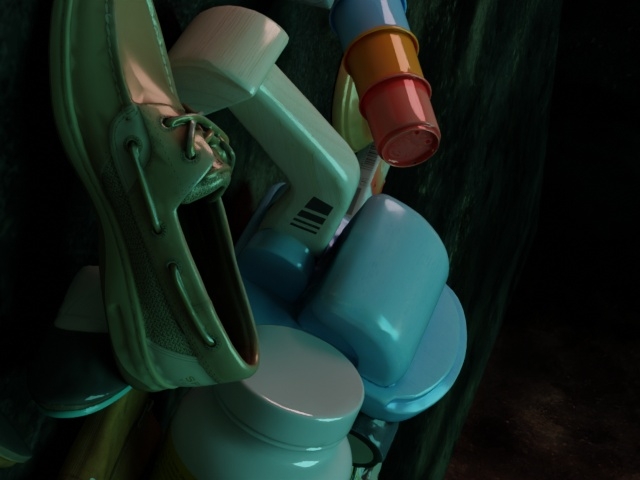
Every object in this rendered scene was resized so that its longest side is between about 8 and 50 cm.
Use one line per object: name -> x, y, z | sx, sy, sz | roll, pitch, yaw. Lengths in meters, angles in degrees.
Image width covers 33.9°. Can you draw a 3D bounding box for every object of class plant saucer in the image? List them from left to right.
plant saucer -> 0.070, -0.217, 1.474 | 0.200, 0.037, 0.200 | 16, 90, -72

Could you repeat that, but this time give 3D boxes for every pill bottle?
pill bottle -> -0.081, 0.258, 1.063 | 0.188, 0.188, 0.334 | -39, 155, -61

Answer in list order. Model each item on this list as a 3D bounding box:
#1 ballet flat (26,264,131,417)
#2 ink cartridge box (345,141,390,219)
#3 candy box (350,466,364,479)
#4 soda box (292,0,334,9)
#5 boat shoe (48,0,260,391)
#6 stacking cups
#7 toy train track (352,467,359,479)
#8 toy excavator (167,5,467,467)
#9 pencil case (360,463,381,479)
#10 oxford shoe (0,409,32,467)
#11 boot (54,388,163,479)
ballet flat -> -0.176, 0.062, 0.911 | 0.280, 0.095, 0.096 | -46, 138, -74
ink cartridge box -> 0.077, -0.061, 1.614 | 0.179, 0.045, 0.145 | 55, 53, -64
candy box -> -0.035, 0.253, 1.315 | 0.087, 0.183, 0.316 | 76, 34, -58
soda box -> 0.014, -0.385, 1.078 | 0.098, 0.091, 0.286 | 68, 41, -64
boat shoe -> -0.116, -0.055, 0.806 | 0.121, 0.110, 0.341 | -33, 114, -67
stacking cups -> 0.050, -0.212, 1.090 | 0.096, 0.096, 0.316 | 74, 5, -58
toy train track -> 0.050, 0.270, 1.261 | 0.048, 0.014, 0.083 | 17, 89, -70
toy excavator -> 0.000, 0.000, 1.091 | 0.222, 0.433, 0.445 | -62, -174, -33
pencil case -> 0.039, 0.211, 1.540 | 0.183, 0.160, 0.410 | 17, 88, -62
oxford shoe -> -0.274, 0.137, 0.731 | 0.076, 0.076, 0.212 | -43, 159, -2
boot -> -0.211, 0.212, 0.903 | 0.264, 0.096, 0.280 | 83, 27, -49
